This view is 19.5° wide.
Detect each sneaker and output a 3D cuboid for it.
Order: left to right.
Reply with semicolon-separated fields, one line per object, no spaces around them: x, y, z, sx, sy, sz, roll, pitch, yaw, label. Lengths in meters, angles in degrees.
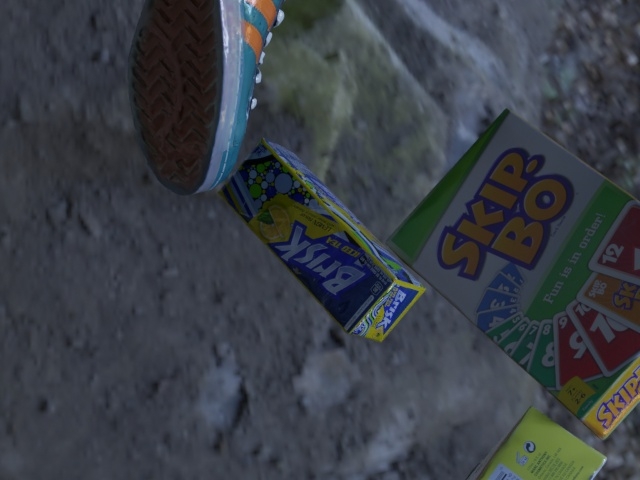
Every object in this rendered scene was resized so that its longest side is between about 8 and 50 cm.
-0.064;-0.184;1.392;0.121;0.108;0.302;-12;113;-46;sneaker

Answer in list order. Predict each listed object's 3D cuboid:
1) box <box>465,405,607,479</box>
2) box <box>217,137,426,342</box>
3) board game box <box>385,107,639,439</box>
0.114;0.171;1.172;0.058;0.232;0.087;36;77;6;box
0.000;0.000;1.417;0.059;0.169;0.054;-50;150;12;box
0.139;0.009;1.167;0.124;0.259;0.039;-48;126;1;board game box
